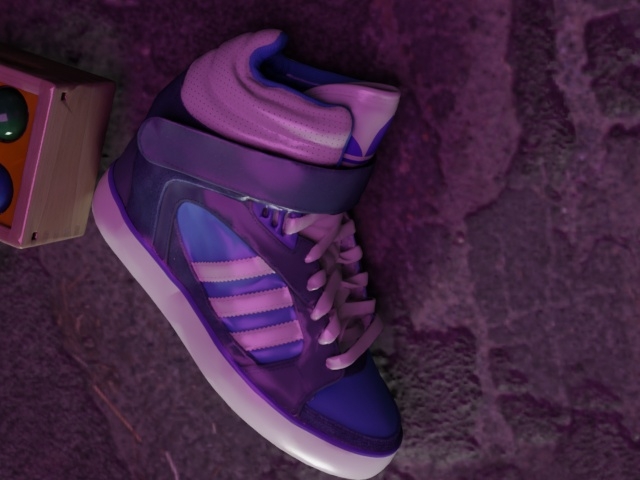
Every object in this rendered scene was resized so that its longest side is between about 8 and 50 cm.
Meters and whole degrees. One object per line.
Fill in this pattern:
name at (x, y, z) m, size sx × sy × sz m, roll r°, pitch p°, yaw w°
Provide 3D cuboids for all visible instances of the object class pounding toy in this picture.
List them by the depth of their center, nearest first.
pounding toy at (-0.276, -0.048, 1.148) m, size 0.181 × 0.094 × 0.206 m, roll 20°, pitch 105°, yaw 22°

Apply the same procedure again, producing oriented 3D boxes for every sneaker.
sneaker at (0.000, 0.000, 1.094) m, size 0.323 × 0.130 × 0.236 m, roll 48°, pitch 119°, yaw 2°
